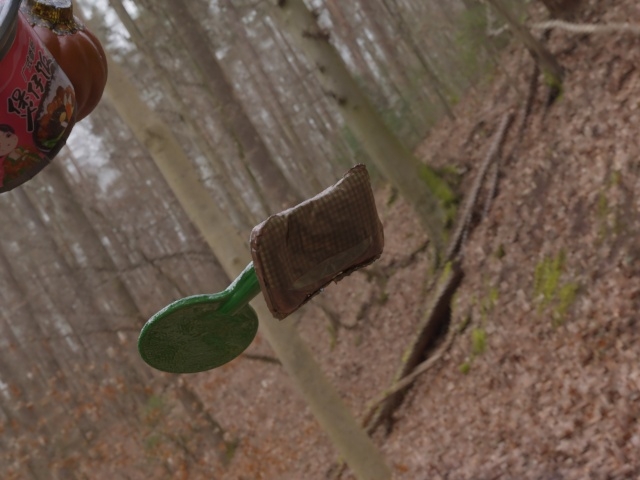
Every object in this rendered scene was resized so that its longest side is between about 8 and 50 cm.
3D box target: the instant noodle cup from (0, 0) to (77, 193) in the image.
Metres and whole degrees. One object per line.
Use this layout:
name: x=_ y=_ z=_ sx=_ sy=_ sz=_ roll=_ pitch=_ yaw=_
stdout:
instant noodle cup: x=-0.397 y=-0.168 z=1.096 sx=0.302 sy=0.258 sz=0.181 roll=-26 pitch=-42 yaw=9

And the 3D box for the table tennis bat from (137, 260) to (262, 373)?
table tennis bat: x=-0.136 y=0.099 z=1.280 sx=0.160 sy=0.039 sz=0.257 roll=19 pitch=-51 yaw=-39

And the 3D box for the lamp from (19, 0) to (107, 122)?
lamp: x=-0.399 y=-0.244 z=1.309 sx=0.223 sy=0.223 sz=0.196 roll=-25 pitch=-34 yaw=-61

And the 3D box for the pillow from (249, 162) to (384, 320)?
pillow: x=0.000 y=0.003 z=1.200 sx=0.211 sy=0.135 sz=0.034 roll=-34 pitch=32 yaw=-32
